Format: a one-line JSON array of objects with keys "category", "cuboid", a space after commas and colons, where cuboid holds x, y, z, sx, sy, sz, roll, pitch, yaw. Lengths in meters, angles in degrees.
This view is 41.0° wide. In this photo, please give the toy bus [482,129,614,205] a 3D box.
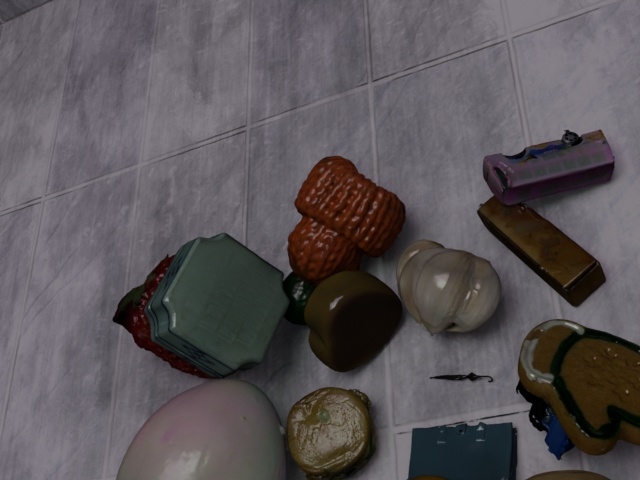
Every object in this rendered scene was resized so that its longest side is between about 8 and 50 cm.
[{"category": "toy bus", "cuboid": [0.508, -0.164, 1.911, 0.274, 0.090, 0.112, -14, 53, 0]}]

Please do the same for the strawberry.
[{"category": "strawberry", "cuboid": [-0.331, 0.187, 2.172, 0.292, 0.310, 0.291, -46, 20, 22]}]

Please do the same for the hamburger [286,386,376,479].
[{"category": "hamburger", "cuboid": [0.032, 0.426, 1.883, 0.215, 0.122, 0.189, -36, 57, 3]}]

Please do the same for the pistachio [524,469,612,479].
[{"category": "pistachio", "cuboid": [0.466, 0.507, 1.551, 0.293, 0.162, 0.181, -3, 92, 27]}]

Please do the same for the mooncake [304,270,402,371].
[{"category": "mooncake", "cuboid": [0.073, 0.171, 1.947, 0.235, 0.235, 0.117, -51, 45, -5]}]

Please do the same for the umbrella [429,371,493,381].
[{"category": "umbrella", "cuboid": [0.303, 0.295, 1.861, 0.149, 0.022, 0.022, -2, 36, 30]}]

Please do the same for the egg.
[{"category": "egg", "cuboid": [-0.231, 0.462, 1.865, 0.355, 0.354, 0.339, 8, 66, 34]}]

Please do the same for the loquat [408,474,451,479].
[{"category": "loquat", "cuboid": [0.211, 0.555, 1.646, 0.208, 0.208, 0.208, -15, 56, 23]}]

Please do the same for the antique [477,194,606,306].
[{"category": "antique", "cuboid": [0.478, 0.008, 1.884, 0.093, 0.087, 0.310, -42, 49, 0]}]

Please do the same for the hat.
[{"category": "hat", "cuboid": [0.000, 0.000, 2.051, 0.400, 0.285, 0.285, -48, 50, 4]}]

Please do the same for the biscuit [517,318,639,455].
[{"category": "biscuit", "cuboid": [0.529, 0.276, 1.597, 0.344, 0.057, 0.287, 25, 43, 22]}]

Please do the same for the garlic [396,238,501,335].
[{"category": "garlic", "cuboid": [0.263, 0.110, 1.893, 0.281, 0.185, 0.203, 21, 91, 37]}]

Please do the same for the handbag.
[{"category": "handbag", "cuboid": [0.292, 0.446, 1.763, 0.221, 0.057, 0.144, -11, 51, 27]}]

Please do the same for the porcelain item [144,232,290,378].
[{"category": "porcelain item", "cuboid": [-0.237, 0.152, 1.971, 0.157, 0.281, 0.285, -25, 36, 55]}]

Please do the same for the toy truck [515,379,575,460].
[{"category": "toy truck", "cuboid": [0.476, 0.314, 1.679, 0.126, 0.113, 0.208, 0, 41, -9]}]
